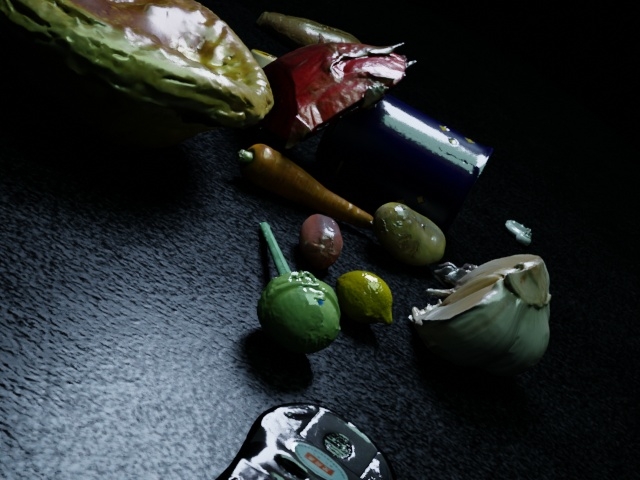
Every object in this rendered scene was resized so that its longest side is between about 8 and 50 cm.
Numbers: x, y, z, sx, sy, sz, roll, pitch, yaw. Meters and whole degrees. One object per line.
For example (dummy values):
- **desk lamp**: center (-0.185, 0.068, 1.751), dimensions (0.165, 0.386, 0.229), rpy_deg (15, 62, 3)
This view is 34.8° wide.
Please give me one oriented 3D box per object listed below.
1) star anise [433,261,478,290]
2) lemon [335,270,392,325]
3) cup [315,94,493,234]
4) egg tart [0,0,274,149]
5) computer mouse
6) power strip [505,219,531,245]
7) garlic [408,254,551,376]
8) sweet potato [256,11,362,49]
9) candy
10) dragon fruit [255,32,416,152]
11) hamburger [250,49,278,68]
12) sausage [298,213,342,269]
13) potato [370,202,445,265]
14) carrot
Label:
- **star anise**: center (0.219, 0.063, 1.536), dimensions (0.124, 0.056, 0.129), rpy_deg (33, 15, 38)
- **lemon**: center (0.058, 0.075, 1.297), dimensions (0.092, 0.065, 0.065), rpy_deg (40, 23, 21)
- **cup**: center (0.125, -0.118, 1.748), dimensions (0.256, 0.255, 0.178), rpy_deg (30, 59, 4)
- **egg tart**: center (-0.281, -0.250, 1.412), dimensions (0.443, 0.178, 0.443), rpy_deg (25, 21, -10)
- **computer mouse**: center (-0.026, 0.220, 0.824), dimensions (0.137, 0.096, 0.233), rpy_deg (31, 25, 15)
- **power strip**: center (0.388, -0.020, 1.979), dimensions (0.055, 0.035, 0.083), rpy_deg (24, 20, -16)
- **garlic**: center (0.230, 0.109, 1.366), dimensions (0.229, 0.178, 0.143), rpy_deg (-40, 103, -49)
- **sweet potato**: center (-0.013, -0.458, 2.373), dimensions (0.285, 0.085, 0.112), rpy_deg (16, -10, -9)
- **candy**: center (-0.044, 0.038, 1.249), dimensions (0.093, 0.092, 0.335), rpy_deg (-12, 23, -6)
- **dragon fruit**: center (0.001, -0.268, 1.651), dimensions (0.282, 0.100, 0.343), rpy_deg (-25, 23, -13)
- **hamburger**: center (-0.089, -0.299, 1.904), dimensions (0.126, 0.081, 0.141), rpy_deg (16, 14, -38)
- **sausage**: center (0.000, 0.000, 1.396), dimensions (0.059, 0.054, 0.094), rpy_deg (25, 22, -15)
- **potato**: center (0.132, -0.008, 1.558), dimensions (0.138, 0.070, 0.092), rpy_deg (32, 34, -38)
- **carrot**: center (-0.019, -0.076, 1.541), dimensions (0.256, 0.061, 0.061), rpy_deg (26, 21, -24)
